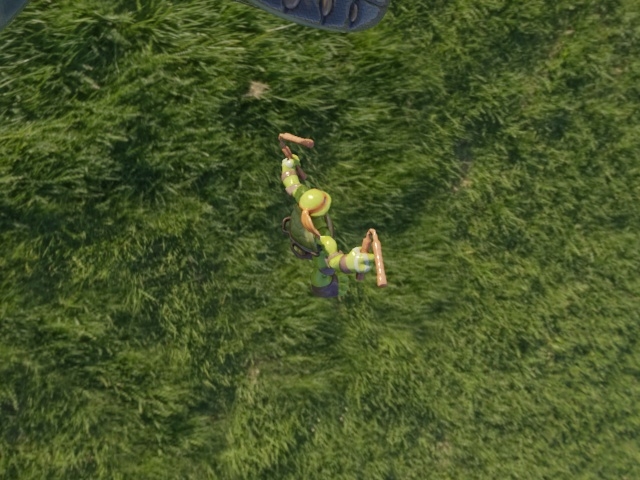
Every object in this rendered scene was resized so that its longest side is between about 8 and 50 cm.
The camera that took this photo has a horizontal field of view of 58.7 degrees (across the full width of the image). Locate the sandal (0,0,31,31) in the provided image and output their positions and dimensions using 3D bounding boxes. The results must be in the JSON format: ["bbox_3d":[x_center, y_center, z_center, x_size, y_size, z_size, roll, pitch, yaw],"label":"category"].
[{"bbox_3d":[-0.212,-0.266,0.463,0.303,0.086,0.120,-49,158,-16],"label":"sandal"}]

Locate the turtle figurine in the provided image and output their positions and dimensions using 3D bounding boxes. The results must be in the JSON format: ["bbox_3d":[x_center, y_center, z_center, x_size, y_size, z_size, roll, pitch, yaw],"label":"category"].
[{"bbox_3d":[0.000,0.000,0.783,0.087,0.270,0.217,-29,152,-13],"label":"turtle figurine"}]

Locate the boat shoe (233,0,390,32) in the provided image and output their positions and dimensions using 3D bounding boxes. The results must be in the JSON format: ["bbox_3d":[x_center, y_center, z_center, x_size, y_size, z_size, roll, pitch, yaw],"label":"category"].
[{"bbox_3d":[-0.091,-0.225,0.356,0.324,0.116,0.123,16,95,-33],"label":"boat shoe"}]
